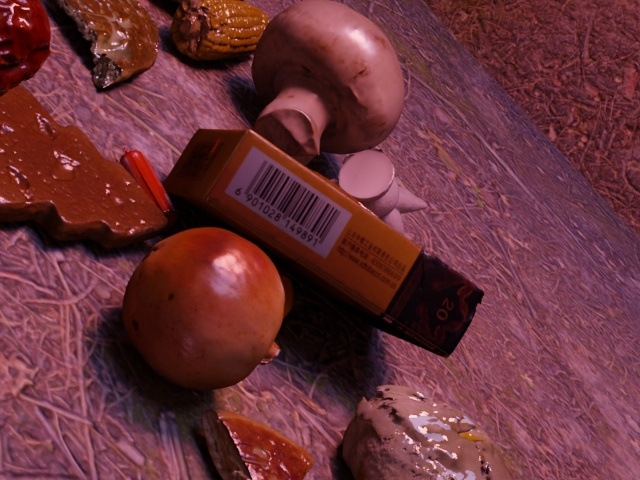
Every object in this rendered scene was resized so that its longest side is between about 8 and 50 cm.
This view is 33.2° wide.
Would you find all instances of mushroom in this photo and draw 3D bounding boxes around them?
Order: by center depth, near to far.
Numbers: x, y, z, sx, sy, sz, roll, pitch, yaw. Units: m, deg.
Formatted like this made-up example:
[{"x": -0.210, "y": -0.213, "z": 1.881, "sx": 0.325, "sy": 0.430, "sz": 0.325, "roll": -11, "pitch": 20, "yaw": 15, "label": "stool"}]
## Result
[{"x": -0.014, "y": -0.263, "z": 1.884, "sx": 0.297, "sy": 0.297, "sz": 0.290, "roll": 45, "pitch": 58, "yaw": 1, "label": "mushroom"}]

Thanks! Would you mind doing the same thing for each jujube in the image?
[{"x": -0.419, "y": -0.212, "z": 1.210, "sx": 0.230, "sy": 0.155, "sz": 0.155, "roll": -34, "pitch": 78, "yaw": -36, "label": "jujube"}]

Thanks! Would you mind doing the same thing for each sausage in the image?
[{"x": -0.240, "y": -0.075, "z": 1.464, "sx": 0.050, "sy": 0.048, "sz": 0.145, "roll": -18, "pitch": 58, "yaw": -25, "label": "sausage"}]

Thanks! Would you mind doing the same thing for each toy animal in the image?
[{"x": 0.098, "y": -0.074, "z": 1.912, "sx": 0.221, "sy": 0.131, "sz": 0.103, "roll": 52, "pitch": 50, "yaw": -59, "label": "toy animal"}]

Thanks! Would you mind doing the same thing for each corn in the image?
[{"x": -0.175, "y": -0.390, "z": 1.977, "sx": 0.119, "sy": 0.119, "sz": 0.322, "roll": 48, "pitch": 25, "yaw": 7, "label": "corn"}]

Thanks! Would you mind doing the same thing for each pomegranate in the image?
[{"x": -0.133, "y": 0.081, "z": 1.227, "sx": 0.191, "sy": 0.191, "sz": 0.191, "roll": 35, "pitch": 26, "yaw": -20, "label": "pomegranate"}]

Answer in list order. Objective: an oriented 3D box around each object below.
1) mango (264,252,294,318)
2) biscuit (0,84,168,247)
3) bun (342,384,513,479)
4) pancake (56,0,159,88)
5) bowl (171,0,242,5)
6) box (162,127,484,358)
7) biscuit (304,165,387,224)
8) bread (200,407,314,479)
[{"x": -0.109, "y": 0.049, "z": 1.414, "sx": 0.165, "sy": 0.089, "sz": 0.115, "roll": 35, "pitch": 22, "yaw": -14, "label": "mango"}, {"x": -0.323, "y": -0.073, "z": 1.326, "sx": 0.302, "sy": 0.043, "sz": 0.278, "roll": 32, "pitch": 26, "yaw": -23, "label": "biscuit"}, {"x": 0.142, "y": 0.276, "z": 1.357, "sx": 0.239, "sy": 0.141, "sz": 0.239, "roll": 35, "pitch": 12, "yaw": -9, "label": "bun"}, {"x": -0.353, "y": -0.355, "z": 1.730, "sx": 0.197, "sy": 0.054, "sz": 0.376, "roll": 31, "pitch": 25, "yaw": -30, "label": "pancake"}, {"x": -0.211, "y": -0.505, "z": 2.008, "sx": 0.238, "sy": 0.238, "sz": 0.126, "roll": -10, "pitch": 89, "yaw": -61, "label": "bowl"}, {"x": 0.000, "y": 0.001, "z": 1.496, "sx": 0.415, "sy": 0.115, "sz": 0.264, "roll": 33, "pitch": -7, "yaw": -20, "label": "box"}, {"x": 0.061, "y": -0.029, "z": 1.749, "sx": 0.262, "sy": 0.037, "sz": 0.262, "roll": 38, "pitch": -3, "yaw": 2, "label": "biscuit"}, {"x": -0.082, "y": 0.240, "z": 1.194, "sx": 0.136, "sy": 0.054, "sz": 0.154, "roll": 46, "pitch": 19, "yaw": 0, "label": "bread"}]
